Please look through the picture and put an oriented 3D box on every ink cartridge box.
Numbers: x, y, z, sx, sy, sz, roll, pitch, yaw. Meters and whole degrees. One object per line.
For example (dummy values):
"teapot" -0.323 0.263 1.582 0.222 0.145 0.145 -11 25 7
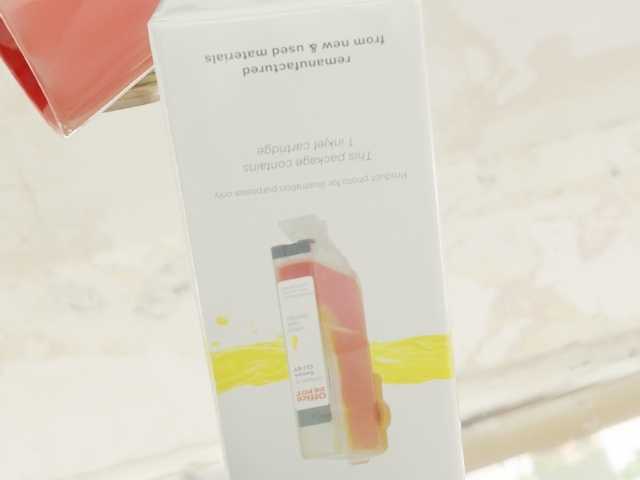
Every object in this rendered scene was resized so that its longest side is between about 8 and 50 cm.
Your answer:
"ink cartridge box" 0.000 0.000 0.975 0.160 0.279 0.384 -6 -69 1

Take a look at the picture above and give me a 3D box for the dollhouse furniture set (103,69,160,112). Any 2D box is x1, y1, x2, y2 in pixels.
"dollhouse furniture set" -0.176 -0.371 1.672 0.257 0.362 0.394 -9 14 19

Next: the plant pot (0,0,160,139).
"plant pot" -0.218 -0.272 1.369 0.243 0.275 0.275 -34 -23 -12
